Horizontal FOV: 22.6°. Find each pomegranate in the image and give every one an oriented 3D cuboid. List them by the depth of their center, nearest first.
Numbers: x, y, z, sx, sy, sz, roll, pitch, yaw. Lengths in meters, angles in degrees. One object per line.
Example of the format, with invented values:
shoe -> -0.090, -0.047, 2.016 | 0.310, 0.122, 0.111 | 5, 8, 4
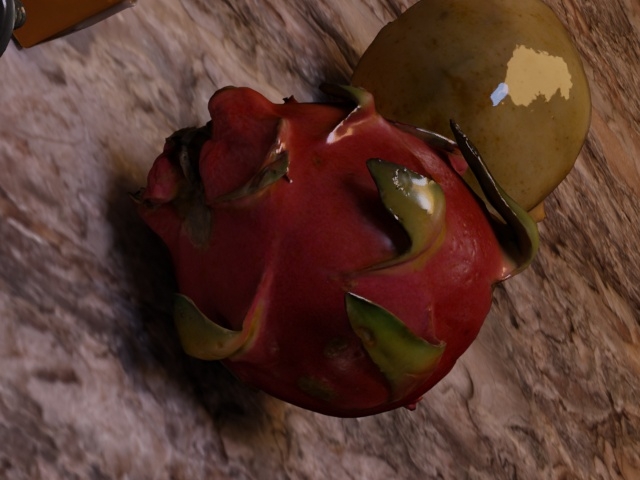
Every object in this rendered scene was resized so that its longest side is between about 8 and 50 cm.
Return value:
pomegranate -> 0.127, -0.113, 1.426 | 0.233, 0.233, 0.233 | 49, 28, -39

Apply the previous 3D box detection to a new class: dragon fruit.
dragon fruit -> 0.005, 0.003, 1.028 | 0.227, 0.224, 0.224 | 41, 34, -43

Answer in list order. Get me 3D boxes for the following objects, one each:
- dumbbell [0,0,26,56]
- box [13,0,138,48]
dumbbell -> -0.218, -0.116, 0.798 | 0.081, 0.082, 0.254 | 69, 20, 2
box -> -0.190, -0.283, 1.006 | 0.273, 0.091, 0.220 | 60, 24, -20
